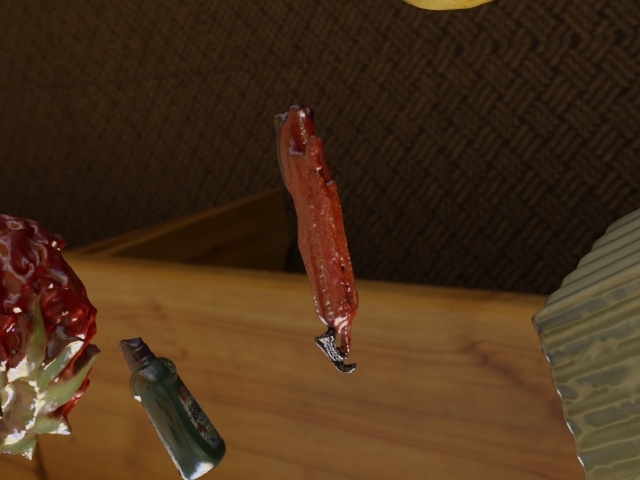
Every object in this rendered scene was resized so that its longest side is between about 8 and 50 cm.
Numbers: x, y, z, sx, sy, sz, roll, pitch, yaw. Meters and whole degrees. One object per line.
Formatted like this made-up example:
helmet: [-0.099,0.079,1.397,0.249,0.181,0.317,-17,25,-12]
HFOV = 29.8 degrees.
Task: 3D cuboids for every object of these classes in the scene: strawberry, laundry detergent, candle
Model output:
strawberry: [-0.286,0.044,0.861,0.244,0.205,0.205,48,135,30]
laundry detergent: [-0.221,0.232,1.737,0.222,0.078,0.144,58,-177,-5]
candle: [0.000,0.000,1.311,0.084,0.059,0.302,-113,12,-81]

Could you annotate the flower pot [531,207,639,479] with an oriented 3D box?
flower pot: [0.279,0.067,0.752,0.189,0.209,0.239,-33,68,53]

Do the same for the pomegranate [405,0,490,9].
pomegranate: [0.159,-0.405,1.440,0.260,0.260,0.261,21,120,41]
